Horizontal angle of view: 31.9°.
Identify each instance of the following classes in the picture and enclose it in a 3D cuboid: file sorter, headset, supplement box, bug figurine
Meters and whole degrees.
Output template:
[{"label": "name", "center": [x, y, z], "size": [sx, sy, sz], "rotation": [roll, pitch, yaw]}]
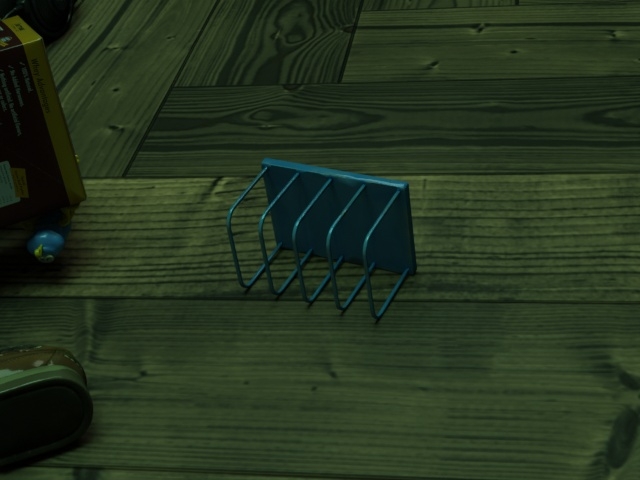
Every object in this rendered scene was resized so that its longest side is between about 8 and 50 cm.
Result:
[{"label": "file sorter", "center": [0.000, 0.000, 1.184], "size": [0.170, 0.118, 0.104], "rotation": [12, 42, 25]}, {"label": "headset", "center": [-0.526, -0.406, 1.801], "size": [0.244, 0.185, 0.394], "rotation": [-11, 24, -5]}, {"label": "supplement box", "center": [-0.383, -0.119, 1.217], "size": [0.194, 0.191, 0.129], "rotation": [-20, 28, -18]}, {"label": "bug figurine", "center": [-0.395, -0.022, 1.325], "size": [0.279, 0.072, 0.216], "rotation": [-6, 28, 9]}]

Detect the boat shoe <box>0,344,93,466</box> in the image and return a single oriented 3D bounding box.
[{"label": "boat shoe", "center": [-0.369, 0.165, 1.032], "size": [0.308, 0.110, 0.104], "rotation": [-6, 25, -20]}]
